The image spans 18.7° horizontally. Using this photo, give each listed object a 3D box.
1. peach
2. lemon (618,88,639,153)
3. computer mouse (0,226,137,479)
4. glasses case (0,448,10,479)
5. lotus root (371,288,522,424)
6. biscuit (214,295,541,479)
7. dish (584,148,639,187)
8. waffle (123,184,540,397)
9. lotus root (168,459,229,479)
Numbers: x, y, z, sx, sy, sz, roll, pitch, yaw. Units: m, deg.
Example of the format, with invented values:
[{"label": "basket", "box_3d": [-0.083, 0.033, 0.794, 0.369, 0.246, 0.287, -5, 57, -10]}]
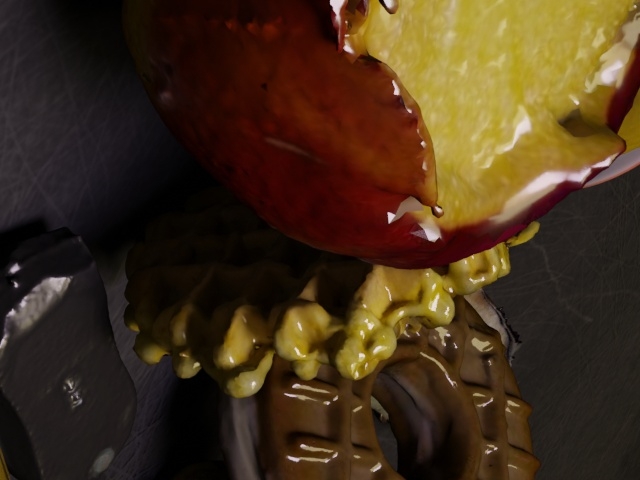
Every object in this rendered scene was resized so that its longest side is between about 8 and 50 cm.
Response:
[{"label": "peach", "box_3d": [0.058, -0.200, 1.136, 0.339, 0.353, 0.416, -17, 153, -44]}, {"label": "lemon", "box_3d": [0.190, -0.209, 1.447, 0.297, 0.297, 0.297, -42, 151, -30]}, {"label": "computer mouse", "box_3d": [-0.192, 0.086, 1.329, 0.122, 0.073, 0.217, -46, 146, -29]}, {"label": "glasses case", "box_3d": [-0.249, 0.177, 1.321, 0.079, 0.064, 0.234, -5, 141, -2]}, {"label": "lotus root", "box_3d": [0.106, 0.105, 1.910, 0.167, 0.078, 0.329, -33, 154, -2]}, {"label": "biscuit", "box_3d": [0.052, 0.160, 1.618, 0.103, 0.332, 0.332, -25, -178, 42]}, {"label": "dish", "box_3d": [0.226, -0.174, 1.658, 0.085, 0.260, 0.260, 38, 83, -36]}, {"label": "waffle", "box_3d": [0.002, 0.004, 1.341, 0.329, 0.329, 0.062, -36, 120, -39]}, {"label": "lotus root", "box_3d": [-0.084, 0.280, 1.689, 0.123, 0.124, 0.241, -43, 151, -28]}]
